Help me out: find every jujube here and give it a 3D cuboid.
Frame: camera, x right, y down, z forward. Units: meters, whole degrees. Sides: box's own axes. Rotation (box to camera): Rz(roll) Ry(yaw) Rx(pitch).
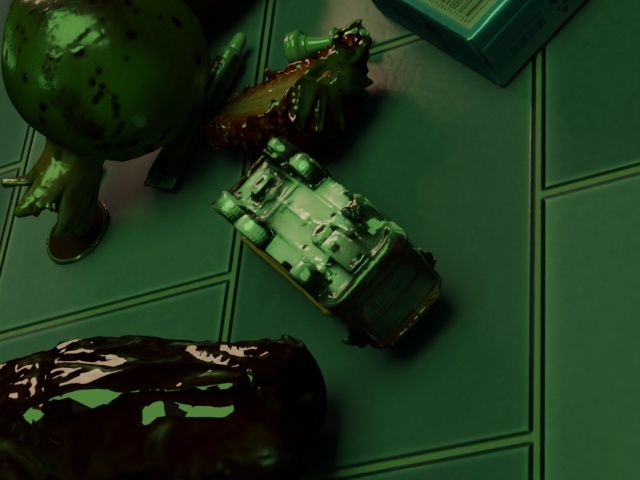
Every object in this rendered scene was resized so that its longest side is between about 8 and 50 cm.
[{"bbox_3d":[-0.160,0.177,1.423,0.342,0.216,0.216,-17,49,15],"label":"jujube"}]

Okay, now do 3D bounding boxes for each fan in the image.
[{"bbox_3d":[-0.266,-0.031,1.794,0.085,0.005,0.133,-5,56,34],"label":"fan"}]

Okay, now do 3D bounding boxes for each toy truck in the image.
[{"bbox_3d":[0.000,0.000,1.491,0.114,0.135,0.270,-48,39,-2],"label":"toy truck"}]

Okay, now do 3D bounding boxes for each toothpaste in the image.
[{"bbox_3d":[-0.132,-0.143,1.766,0.049,0.031,0.204,12,68,44],"label":"toothpaste"}]

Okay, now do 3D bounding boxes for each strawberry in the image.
[{"bbox_3d":[-0.024,-0.141,1.662,0.167,0.087,0.208,-45,16,-22],"label":"strawberry"}]

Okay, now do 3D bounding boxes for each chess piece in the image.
[{"bbox_3d":[0.010,-0.211,1.711,0.093,0.042,0.042,-9,53,24],"label":"chess piece"}]

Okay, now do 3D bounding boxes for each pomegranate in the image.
[{"bbox_3d":[-0.258,-0.168,1.714,0.286,0.231,0.231,-44,41,22],"label":"pomegranate"}]

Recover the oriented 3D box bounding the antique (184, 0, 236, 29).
[{"bbox_3d":[-0.186,-0.325,1.875,0.278,0.129,0.223,-30,45,14],"label":"antique"}]

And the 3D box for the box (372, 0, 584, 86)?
[{"bbox_3d":[0.149,-0.269,1.622,0.142,0.083,0.232,-47,42,-3],"label":"box"}]
